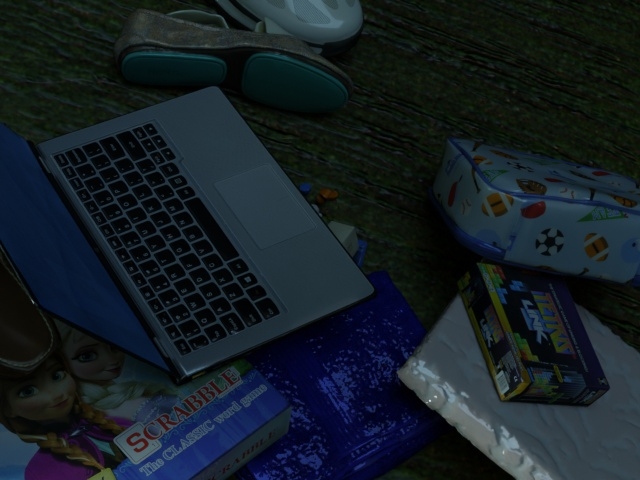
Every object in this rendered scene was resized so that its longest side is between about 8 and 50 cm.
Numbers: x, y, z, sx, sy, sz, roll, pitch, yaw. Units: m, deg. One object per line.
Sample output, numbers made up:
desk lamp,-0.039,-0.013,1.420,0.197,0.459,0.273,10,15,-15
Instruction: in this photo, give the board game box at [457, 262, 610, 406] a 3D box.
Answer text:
board game box,0.254,0.113,1.536,0.141,0.048,0.170,6,50,-32

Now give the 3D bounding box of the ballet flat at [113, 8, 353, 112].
ballet flat,-0.108,-0.247,1.670,0.316,0.107,0.106,9,54,-16

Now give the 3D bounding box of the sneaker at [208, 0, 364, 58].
sneaker,-0.089,-0.455,1.686,0.447,0.257,0.169,47,59,7

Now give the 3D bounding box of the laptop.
laptop,-0.190,-0.066,1.390,0.408,0.236,0.382,-22,57,-24

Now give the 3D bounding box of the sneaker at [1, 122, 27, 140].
sneaker,-0.402,-0.124,1.540,0.119,0.047,0.057,31,52,-11

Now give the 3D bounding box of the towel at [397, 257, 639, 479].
towel,0.279,0.183,1.568,0.332,0.053,0.317,40,39,2

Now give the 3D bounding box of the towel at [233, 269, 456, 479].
towel,0.015,0.181,1.513,0.308,0.076,0.227,-26,77,-28

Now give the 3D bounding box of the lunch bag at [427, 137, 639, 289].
lunch bag,0.300,-0.039,1.655,0.303,0.115,0.243,12,18,-15

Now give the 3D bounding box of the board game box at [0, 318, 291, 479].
board game box,-0.253,0.173,1.379,0.319,0.066,0.318,-34,62,-30

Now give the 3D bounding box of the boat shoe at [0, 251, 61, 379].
boat shoe,-0.402,0.014,1.306,0.324,0.120,0.122,43,69,-5

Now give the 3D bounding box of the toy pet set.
toy pet set,0.000,0.000,1.621,0.114,0.065,0.122,16,50,29
